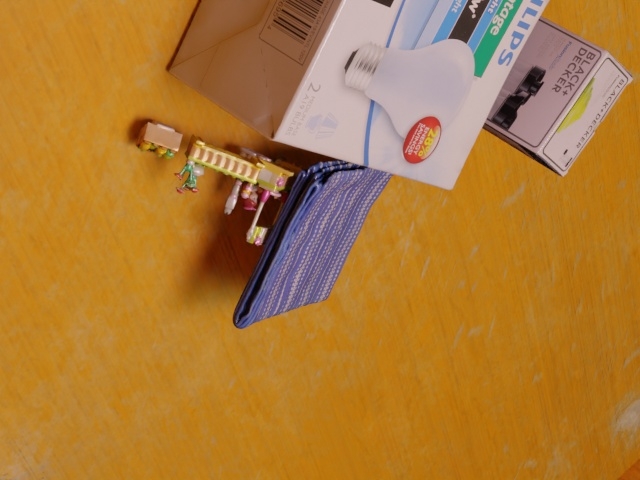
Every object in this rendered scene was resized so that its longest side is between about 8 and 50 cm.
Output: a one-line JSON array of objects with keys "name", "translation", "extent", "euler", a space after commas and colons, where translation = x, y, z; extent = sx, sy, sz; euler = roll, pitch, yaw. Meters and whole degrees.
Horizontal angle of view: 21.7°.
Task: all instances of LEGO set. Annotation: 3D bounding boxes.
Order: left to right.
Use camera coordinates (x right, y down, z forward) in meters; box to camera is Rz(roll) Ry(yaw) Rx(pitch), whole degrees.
[{"name": "LEGO set", "translation": [-0.116, -0.064, 2.134], "extent": [0.287, 0.132, 0.107], "euler": [12, 103, -50]}]

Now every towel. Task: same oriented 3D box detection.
[{"name": "towel", "translation": [0.000, 0.000, 2.287], "extent": [0.243, 0.040, 0.336], "euler": [-63, 164, 14]}]

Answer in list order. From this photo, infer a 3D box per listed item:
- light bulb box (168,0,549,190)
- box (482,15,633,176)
[{"name": "light bulb box", "translation": [0.067, -0.287, 2.084], "extent": [0.361, 0.225, 0.358], "euler": [11, 110, -48]}, {"name": "box", "translation": [0.257, -0.230, 2.270], "extent": [0.169, 0.290, 0.087], "euler": [-54, 142, 2]}]
